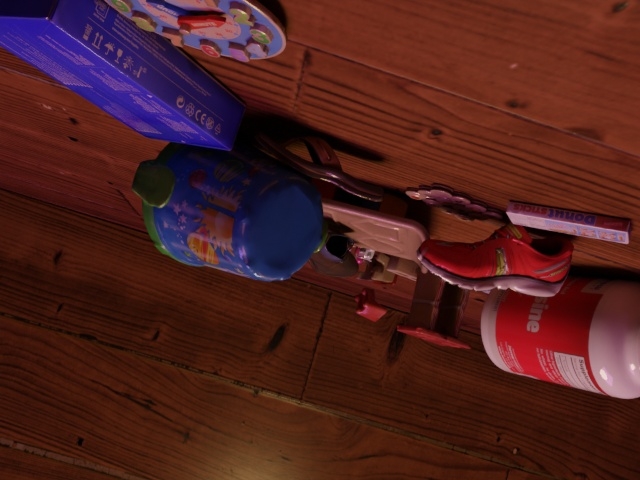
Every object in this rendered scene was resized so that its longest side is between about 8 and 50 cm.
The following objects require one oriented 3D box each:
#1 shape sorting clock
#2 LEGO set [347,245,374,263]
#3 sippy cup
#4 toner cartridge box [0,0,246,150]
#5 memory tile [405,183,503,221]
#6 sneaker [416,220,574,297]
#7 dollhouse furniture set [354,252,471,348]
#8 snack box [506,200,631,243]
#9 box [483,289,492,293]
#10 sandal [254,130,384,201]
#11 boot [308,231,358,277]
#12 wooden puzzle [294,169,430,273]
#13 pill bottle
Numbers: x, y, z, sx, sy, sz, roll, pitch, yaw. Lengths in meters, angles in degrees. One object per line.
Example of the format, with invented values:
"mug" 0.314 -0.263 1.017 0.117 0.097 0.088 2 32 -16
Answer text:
"shape sorting clock" -0.134 -0.232 0.731 0.206 0.040 0.206 16 171 3
"LEGO set" -0.004 0.010 1.711 0.286 0.107 0.132 17 170 -11
"sippy cup" -0.122 -0.045 1.108 0.305 0.240 0.224 -27 -147 -34
"toner cartridge box" -0.257 -0.221 0.904 0.165 0.075 0.348 13 170 28
"memory tile" 0.225 -0.061 1.200 0.148 0.012 0.113 21 169 -25
"sneaker" 0.295 0.014 1.195 0.278 0.118 0.107 5 -150 -16
"dollhouse furniture set" 0.235 0.148 1.832 0.152 0.201 0.374 21 169 -25
"snack box" 0.379 -0.028 1.091 0.178 0.022 0.064 12 169 27
"box" 0.530 0.143 1.798 0.225 0.037 0.136 20 171 -11
"sandal" 0.004 -0.121 1.070 0.219 0.060 0.090 23 -174 -11
"boot" 0.030 0.032 1.416 0.106 0.082 0.219 16 169 46
"wooden puzzle" 0.058 -0.048 1.397 0.347 0.081 0.322 20 171 11
"pill bottle" 0.544 0.186 1.430 0.229 0.229 0.407 22 169 -32
